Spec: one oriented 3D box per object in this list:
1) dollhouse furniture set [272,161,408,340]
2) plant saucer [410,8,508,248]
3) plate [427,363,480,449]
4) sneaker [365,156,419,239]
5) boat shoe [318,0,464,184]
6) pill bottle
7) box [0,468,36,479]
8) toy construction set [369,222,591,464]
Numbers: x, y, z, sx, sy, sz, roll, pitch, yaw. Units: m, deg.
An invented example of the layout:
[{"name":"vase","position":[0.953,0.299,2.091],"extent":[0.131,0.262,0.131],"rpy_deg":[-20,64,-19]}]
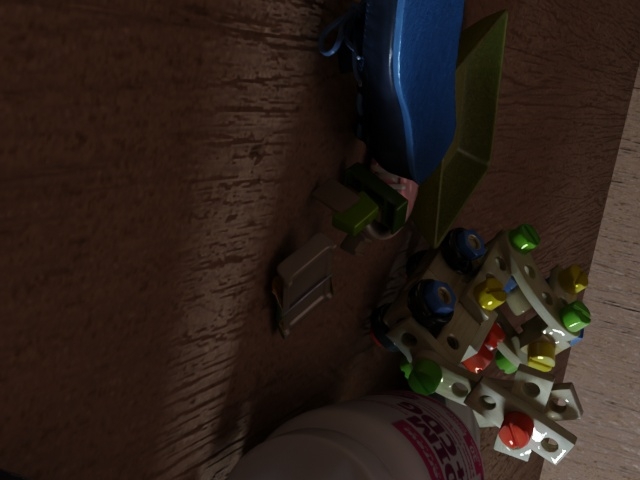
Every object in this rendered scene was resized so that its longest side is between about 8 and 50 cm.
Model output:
[{"name":"dollhouse furniture set","position":[0.000,0.000,0.976],"extent":[0.151,0.058,0.076],"rpy_deg":[-40,152,-29]},{"name":"plant saucer","position":[0.130,-0.116,1.223],"extent":[0.188,0.045,0.188],"rpy_deg":[-51,149,-51]},{"name":"plate","position":[0.140,0.237,1.369],"extent":[0.278,0.045,0.277],"rpy_deg":[-87,179,-58]},{"name":"sneaker","position":[0.064,-0.061,1.067],"extent":[0.070,0.051,0.134],"rpy_deg":[-56,158,-55]},{"name":"boat shoe","position":[0.045,-0.136,0.916],"extent":[0.109,0.089,0.258],"rpy_deg":[-46,153,-31]},{"name":"pill bottle","position":[0.031,0.211,1.006],"extent":[0.283,0.160,0.160],"rpy_deg":[6,98,-71]},{"name":"box","position":[-0.126,0.331,0.626],"extent":[0.294,0.182,0.296],"rpy_deg":[78,32,-51]},{"name":"toy construction set","position":[0.174,0.098,1.234],"extent":[0.151,0.215,0.328],"rpy_deg":[-39,-171,24]}]
